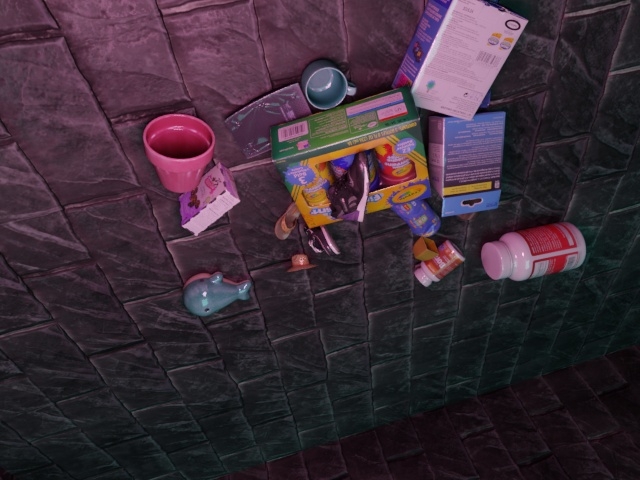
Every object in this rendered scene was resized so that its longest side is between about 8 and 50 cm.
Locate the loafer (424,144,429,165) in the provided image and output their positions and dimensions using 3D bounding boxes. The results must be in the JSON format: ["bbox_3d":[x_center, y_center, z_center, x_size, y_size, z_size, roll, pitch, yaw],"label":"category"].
[{"bbox_3d":[0.339,-0.272,1.720,0.220,0.080,0.078,-23,133,1],"label":"loafer"}]

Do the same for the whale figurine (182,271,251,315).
[{"bbox_3d":[-0.409,0.223,1.853,0.272,0.141,0.216,0,129,-20],"label":"whale figurine"}]

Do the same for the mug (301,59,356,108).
[{"bbox_3d":[0.015,-0.473,1.418,0.129,0.097,0.158,-42,131,18],"label":"mug"}]

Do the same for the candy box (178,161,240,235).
[{"bbox_3d":[-0.370,-0.138,1.531,0.196,0.165,0.070,-37,134,13],"label":"candy box"}]

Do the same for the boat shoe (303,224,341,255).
[{"bbox_3d":[0.000,0.000,1.694,0.091,0.302,0.114,-33,105,3],"label":"boat shoe"}]

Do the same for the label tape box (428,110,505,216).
[{"bbox_3d":[0.520,-0.278,1.670,0.249,0.115,0.347,-9,111,-16],"label":"label tape box"}]

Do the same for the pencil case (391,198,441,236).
[{"bbox_3d":[0.354,-0.127,1.826,0.133,0.119,0.306,-44,130,11],"label":"pencil case"}]

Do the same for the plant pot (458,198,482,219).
[{"bbox_3d":[0.603,-0.179,1.850,0.167,0.167,0.165,-1,137,-19],"label":"plant pot"}]

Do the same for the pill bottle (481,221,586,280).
[{"bbox_3d":[0.966,0.057,2.130,0.408,0.229,0.229,-11,133,-10],"label":"pill bottle"}]

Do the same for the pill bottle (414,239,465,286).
[{"bbox_3d":[0.533,0.107,2.096,0.121,0.121,0.216,31,114,-37],"label":"pill bottle"}]

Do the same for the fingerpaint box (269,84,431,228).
[{"bbox_3d":[0.110,-0.247,1.505,0.445,0.163,0.371,-14,145,10],"label":"fingerpaint box"}]

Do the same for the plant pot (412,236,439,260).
[{"bbox_3d":[0.454,0.044,2.044,0.081,0.081,0.083,21,131,-33],"label":"plant pot"}]

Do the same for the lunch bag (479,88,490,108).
[{"bbox_3d":[0.523,-0.487,1.589,0.065,0.098,0.067,-2,100,-22],"label":"lunch bag"}]

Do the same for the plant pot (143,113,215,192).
[{"bbox_3d":[-0.426,-0.251,1.409,0.201,0.201,0.180,-2,146,-18],"label":"plant pot"}]

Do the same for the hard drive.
[{"bbox_3d":[-0.158,-0.382,1.467,0.255,0.054,0.172,-26,133,4],"label":"hard drive"}]

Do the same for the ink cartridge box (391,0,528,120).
[{"bbox_3d":[0.428,-0.596,1.416,0.270,0.151,0.395,7,129,-23],"label":"ink cartridge box"}]

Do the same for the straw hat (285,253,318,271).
[{"bbox_3d":[-0.082,0.085,1.898,0.144,0.144,0.061,-12,92,-9],"label":"straw hat"}]

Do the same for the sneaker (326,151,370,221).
[{"bbox_3d":[0.080,-0.150,1.409,0.124,0.107,0.283,1,145,-1],"label":"sneaker"}]

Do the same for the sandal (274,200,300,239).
[{"bbox_3d":[-0.118,-0.071,1.759,0.072,0.049,0.180,17,122,-31],"label":"sandal"}]
